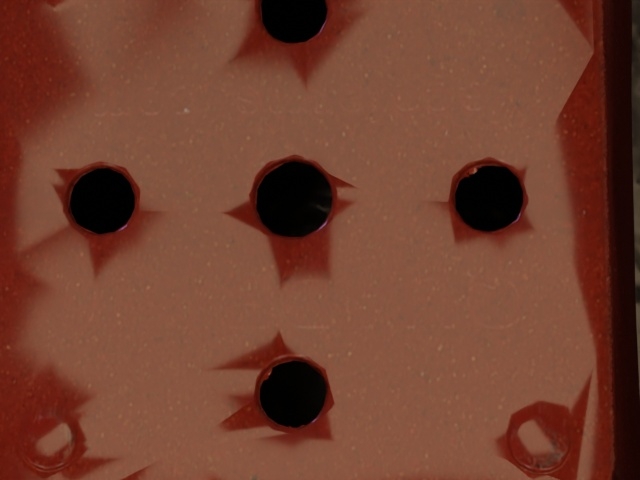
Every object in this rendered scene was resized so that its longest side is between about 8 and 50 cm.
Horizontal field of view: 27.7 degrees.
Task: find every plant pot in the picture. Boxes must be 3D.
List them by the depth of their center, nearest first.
[{"bbox_3d":[0.000,0.000,0.484,0.267,0.236,0.267,0,83,3],"label":"plant pot"}]
